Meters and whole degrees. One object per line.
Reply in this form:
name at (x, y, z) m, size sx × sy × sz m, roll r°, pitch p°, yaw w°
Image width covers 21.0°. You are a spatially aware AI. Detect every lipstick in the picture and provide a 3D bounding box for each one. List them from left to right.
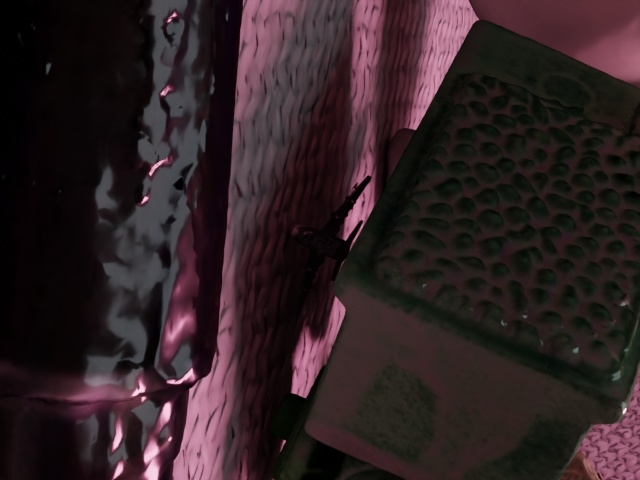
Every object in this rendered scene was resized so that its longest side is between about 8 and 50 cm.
lipstick at (-0.064, 0.032, 0.389) m, size 0.081 × 0.081 × 0.300 m, roll -33°, pitch 131°, yaw -75°

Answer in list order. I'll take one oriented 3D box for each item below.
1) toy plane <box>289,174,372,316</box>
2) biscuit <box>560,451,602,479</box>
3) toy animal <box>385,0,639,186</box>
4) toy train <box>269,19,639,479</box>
toy plane at (0.002, 0.001, 0.836) m, size 0.078 × 0.024 × 0.084 m, roll -63°, pitch 169°, yaw 3°
biscuit at (0.090, 0.216, 0.992) m, size 0.040 × 0.199 × 0.121 m, roll 42°, pitch 19°, yaw -40°
toy animal at (0.136, -0.138, 0.984) m, size 0.196 × 0.241 × 0.368 m, roll -75°, pitch 156°, yaw -64°
toy train at (0.077, 0.043, 0.838) m, size 0.266 × 0.145 × 0.202 m, roll -61°, pitch 174°, yaw -50°
